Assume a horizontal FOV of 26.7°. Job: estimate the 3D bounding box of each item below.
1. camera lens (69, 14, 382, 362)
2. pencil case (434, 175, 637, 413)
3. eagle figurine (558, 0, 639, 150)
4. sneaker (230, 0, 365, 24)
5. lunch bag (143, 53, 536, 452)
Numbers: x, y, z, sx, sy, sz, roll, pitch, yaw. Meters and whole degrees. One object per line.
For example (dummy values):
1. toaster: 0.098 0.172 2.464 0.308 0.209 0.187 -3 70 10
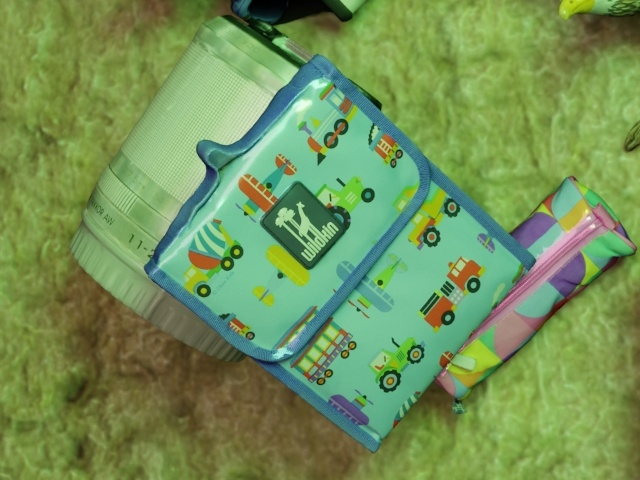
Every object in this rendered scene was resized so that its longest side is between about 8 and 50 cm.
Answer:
1. camera lens: -0.077 -0.054 1.259 0.219 0.219 0.274 36 95 17
2. pencil case: 0.175 0.048 1.236 0.236 0.104 0.104 -44 74 8
3. eagle figurine: 0.252 -0.255 1.176 0.226 0.225 0.298 -40 82 21
4. sneaker: -0.060 -0.318 1.330 0.315 0.127 0.182 39 94 15
5. lunch bag: 0.000 0.000 1.128 0.221 0.293 0.138 -50 35 -1
